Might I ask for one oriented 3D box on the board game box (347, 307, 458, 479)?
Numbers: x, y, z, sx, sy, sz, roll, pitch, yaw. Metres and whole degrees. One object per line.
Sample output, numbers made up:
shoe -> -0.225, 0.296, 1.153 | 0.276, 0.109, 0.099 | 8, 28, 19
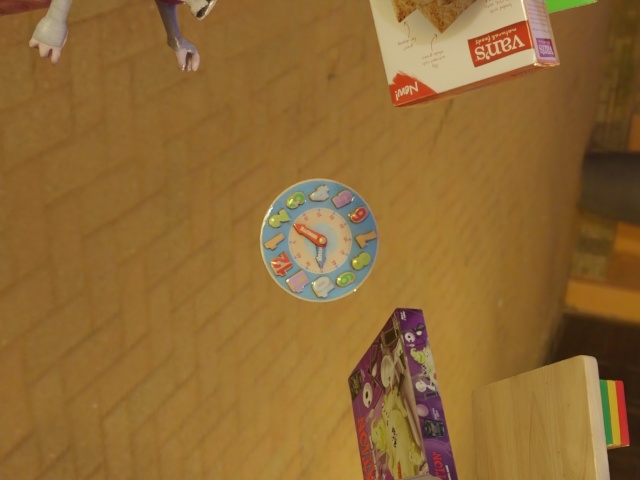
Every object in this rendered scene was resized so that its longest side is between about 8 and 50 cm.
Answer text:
board game box -> 0.114, 0.292, 1.492 | 0.208, 0.056, 0.347 | 113, -25, -49

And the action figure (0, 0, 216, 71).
action figure -> -0.245, -0.322, 1.158 | 0.248, 0.370, 0.276 | -25, 119, -75

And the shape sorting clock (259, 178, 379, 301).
shape sorting clock -> 0.000, 0.000, 1.788 | 0.040, 0.206, 0.206 | -168, -92, -77

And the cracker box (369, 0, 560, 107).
cracker box -> 0.124, -0.258, 1.040 | 0.067, 0.155, 0.232 | -11, 88, -57

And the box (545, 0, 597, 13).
box -> 0.291, -0.417, 1.740 | 0.231, 0.262, 0.127 | -74, 151, -73

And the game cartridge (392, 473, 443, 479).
game cartridge -> -0.049, 0.218, 0.764 | 0.294, 0.196, 0.060 | 138, -62, -64

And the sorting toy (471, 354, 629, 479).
sorting toy -> 0.333, 0.317, 1.528 | 0.255, 0.089, 0.257 | -32, -126, 55
